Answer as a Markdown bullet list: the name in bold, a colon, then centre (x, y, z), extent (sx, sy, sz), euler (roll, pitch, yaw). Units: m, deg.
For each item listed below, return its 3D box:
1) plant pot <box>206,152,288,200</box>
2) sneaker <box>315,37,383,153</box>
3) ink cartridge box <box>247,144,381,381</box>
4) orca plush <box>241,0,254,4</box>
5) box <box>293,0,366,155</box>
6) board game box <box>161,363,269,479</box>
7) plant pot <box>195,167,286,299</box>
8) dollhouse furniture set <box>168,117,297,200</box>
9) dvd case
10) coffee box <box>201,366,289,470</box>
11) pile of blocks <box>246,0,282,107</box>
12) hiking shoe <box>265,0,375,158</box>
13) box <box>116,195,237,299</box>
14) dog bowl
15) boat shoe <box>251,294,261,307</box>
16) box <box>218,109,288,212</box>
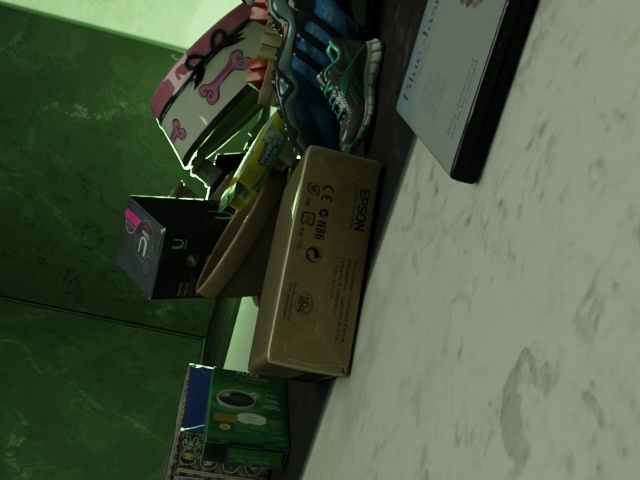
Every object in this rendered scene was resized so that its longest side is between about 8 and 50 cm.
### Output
- **plant pot**: centre (-0.179, -0.110, 1.986), extent (0.188, 0.166, 0.188), euler (153, 129, -77)
- **sneaker**: centre (0.029, -0.182, 1.056), extent (0.065, 0.076, 0.167), euler (117, 163, -61)
- **ink cartridge box**: centre (-0.011, 0.036, 0.958), extent (0.193, 0.088, 0.235), euler (132, 149, -75)
- **orca plush**: centre (-0.066, -0.454, 1.168), extent (0.151, 0.102, 0.287), euler (-57, 11, -31)
- **box**: centre (0.020, -0.323, 1.394), extent (0.232, 0.058, 0.322), euler (113, 168, -49)
- **board game box**: centre (-0.174, 0.379, 1.329), extent (0.232, 0.141, 0.291), euler (-106, 30, -73)
- **plant pot**: centre (-0.097, 0.007, 1.387), extent (0.237, 0.109, 0.237), euler (-56, 10, 16)
- **dollhouse furniture set**: centre (-0.162, -0.114, 1.769), extent (0.242, 0.212, 0.161), euler (-53, 5, -10)
- **dvd case**: centre (0.112, -0.164, 0.679), extent (0.253, 0.022, 0.181), euler (-101, 25, -70)
- **coffee box**: centre (-0.102, 0.242, 1.174), extent (0.184, 0.113, 0.041), euler (-104, 25, -68)
- **pile of blocks**: centre (-0.062, -0.369, 1.425), extent (0.362, 0.112, 0.149), euler (118, 163, -57)
- **hiking shoe**: centre (0.009, -0.239, 1.142), extent (0.113, 0.132, 0.304), euler (5, -105, -68)
- **box**: centre (-0.220, 0.012, 1.606), extent (0.165, 0.270, 0.144), euler (35, 116, 46)
- **dog bowl**: centre (-0.188, -0.343, 1.796), extent (0.408, 0.150, 0.408), euler (-43, 3, 3)
- **boat shoe**: centre (-0.096, 0.071, 1.584), extent (0.045, 0.050, 0.136), euler (40, 127, 52)
- **box**: centre (-0.100, -0.121, 1.355), extent (0.179, 0.043, 0.105), euler (-61, 11, -23)
